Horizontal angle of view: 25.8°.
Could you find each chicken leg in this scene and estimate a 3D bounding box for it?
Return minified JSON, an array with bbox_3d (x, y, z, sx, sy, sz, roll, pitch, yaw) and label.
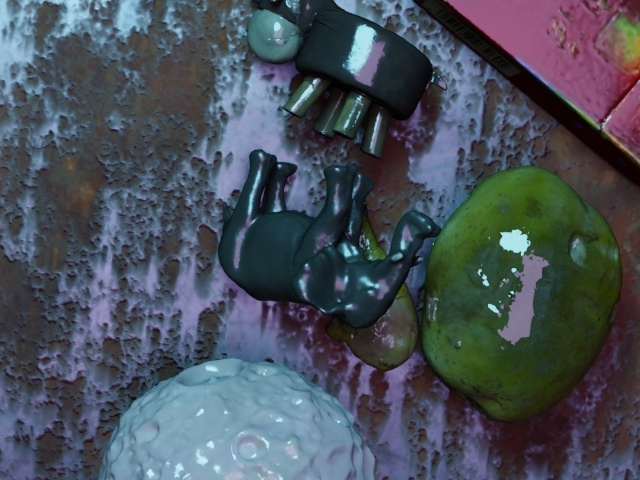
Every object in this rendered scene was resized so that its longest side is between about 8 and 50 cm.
[{"bbox_3d":[0.042,0.043,1.380,0.093,0.070,0.178,-11,86,0],"label":"chicken leg"}]

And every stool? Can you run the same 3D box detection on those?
[{"bbox_3d":[0.010,-0.168,1.338,0.217,0.125,0.121,29,90,3],"label":"stool"}]

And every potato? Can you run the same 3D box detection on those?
[{"bbox_3d":[0.192,0.052,1.355,0.197,0.148,0.228,38,88,7],"label":"potato"}]

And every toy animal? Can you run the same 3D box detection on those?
[{"bbox_3d":[0.005,0.001,1.318,0.115,0.245,0.146,18,84,-41],"label":"toy animal"}]

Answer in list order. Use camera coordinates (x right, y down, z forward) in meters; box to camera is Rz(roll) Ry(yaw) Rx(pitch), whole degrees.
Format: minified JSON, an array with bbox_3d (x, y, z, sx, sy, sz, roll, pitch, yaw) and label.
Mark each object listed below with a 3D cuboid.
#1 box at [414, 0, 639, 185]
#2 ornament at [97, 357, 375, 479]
[{"bbox_3d":[0.274,-0.221,1.382,0.313,0.089,0.197,38,86,-7],"label":"box"},{"bbox_3d":[-0.077,0.224,1.274,0.259,0.259,0.225,-14,103,-6],"label":"ornament"}]
